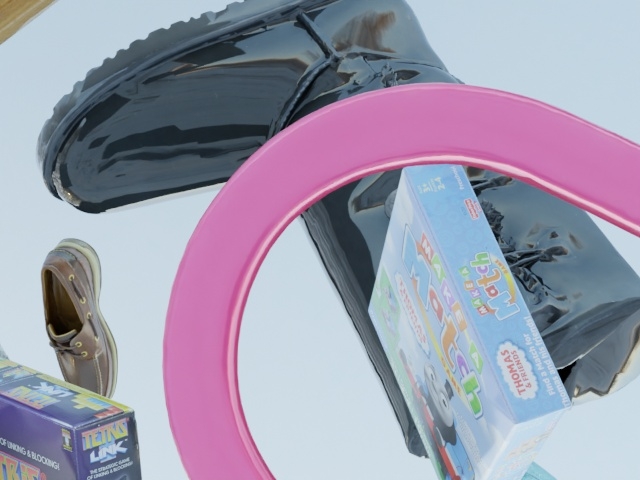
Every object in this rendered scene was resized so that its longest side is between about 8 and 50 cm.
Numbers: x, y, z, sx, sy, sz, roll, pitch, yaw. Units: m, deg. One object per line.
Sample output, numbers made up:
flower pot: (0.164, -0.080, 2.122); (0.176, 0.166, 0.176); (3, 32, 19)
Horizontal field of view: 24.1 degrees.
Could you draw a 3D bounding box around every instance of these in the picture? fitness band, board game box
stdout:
fitness band: (0.082, 0.064, 0.553); (0.290, 0.054, 0.209); (27, -88, 3)
board game box: (0.082, 0.066, 0.900); (0.039, 0.160, 0.211); (-17, -23, -12)
board game box: (-0.177, 0.160, 0.956); (0.048, 0.170, 0.141); (-17, -72, -39)

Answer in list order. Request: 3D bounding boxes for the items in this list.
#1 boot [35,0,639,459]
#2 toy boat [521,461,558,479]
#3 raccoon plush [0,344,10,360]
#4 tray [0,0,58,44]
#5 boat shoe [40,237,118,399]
boot: (0.002, -0.001, 1.211); (0.367, 0.445, 0.146); (-30, -32, -1)
toy boat: (0.203, 0.378, 1.530); (0.267, 0.318, 0.148); (44, -37, -14)
raccoon plush: (-0.230, 0.248, 1.539); (0.299, 0.216, 0.446); (-32, -94, 29)
tray: (-0.258, -0.268, 1.170); (0.411, 0.076, 0.203); (-45, -29, -32)
boat shoe: (-0.245, 0.089, 1.477); (0.064, 0.060, 0.178); (3, -67, 23)
